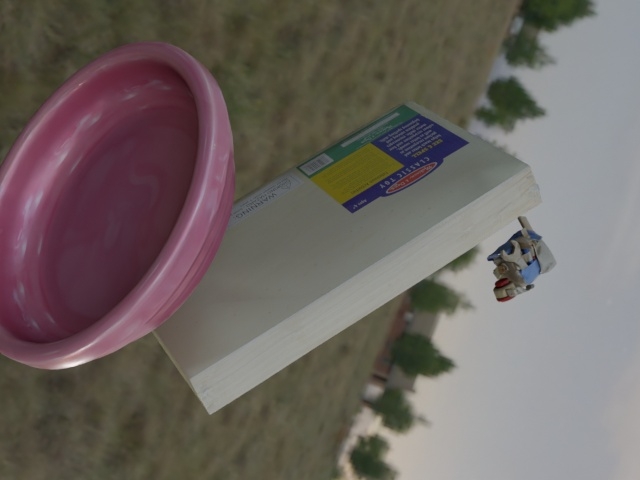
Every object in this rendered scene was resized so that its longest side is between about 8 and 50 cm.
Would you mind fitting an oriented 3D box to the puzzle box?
[{"bbox_3d":[0.000,0.000,1.333,0.408,0.052,0.272,-31,-150,-10],"label":"puzzle box"}]

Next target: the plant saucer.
[{"bbox_3d":[-0.200,-0.028,1.194,0.084,0.332,0.332,32,75,-42],"label":"plant saucer"}]

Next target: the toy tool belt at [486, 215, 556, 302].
[{"bbox_3d":[0.169,0.014,1.090,0.052,0.051,0.083,-16,-167,42],"label":"toy tool belt"}]
